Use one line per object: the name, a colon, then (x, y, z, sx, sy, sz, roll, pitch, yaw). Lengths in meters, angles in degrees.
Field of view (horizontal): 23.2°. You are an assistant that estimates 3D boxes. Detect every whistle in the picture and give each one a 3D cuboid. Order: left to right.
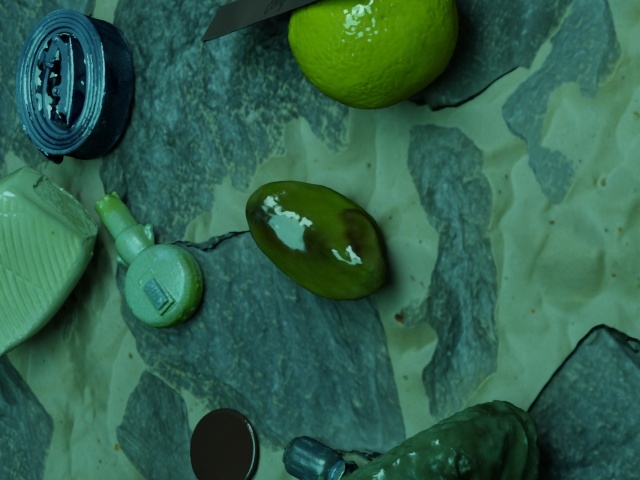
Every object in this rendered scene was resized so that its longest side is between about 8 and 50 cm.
whistle: (-0.220, 0.020, 1.925, 0.104, 0.057, 0.198, -44, 68, 20)

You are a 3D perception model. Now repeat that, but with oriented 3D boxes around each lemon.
lemon: (0.062, -0.237, 1.704, 0.203, 0.178, 0.178, -35, 70, 29)

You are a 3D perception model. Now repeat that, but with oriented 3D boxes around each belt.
belt: (-0.311, -0.192, 1.980, 0.141, 0.082, 0.190, -3, 84, 28)

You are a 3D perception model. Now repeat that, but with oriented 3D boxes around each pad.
pad: (-0.016, -0.327, 1.734, 0.299, 0.005, 0.202, -7, 53, 56)

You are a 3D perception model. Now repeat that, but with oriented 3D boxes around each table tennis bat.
table tennis bat: (-0.118, 0.279, 1.870, 0.098, 0.019, 0.155, -1, 84, 30)

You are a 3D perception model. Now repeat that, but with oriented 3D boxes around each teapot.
teapot: (-0.003, 0.265, 1.783, 0.083, 0.049, 0.064, 24, 99, 30)

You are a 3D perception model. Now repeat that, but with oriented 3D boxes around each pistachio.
pistachio: (0.001, 0.003, 1.775, 0.189, 0.100, 0.110, 29, 124, 20)

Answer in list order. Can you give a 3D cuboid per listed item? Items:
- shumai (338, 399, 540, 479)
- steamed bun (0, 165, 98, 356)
shumai: (0.117, 0.336, 1.580, 0.309, 0.304, 0.263, -35, 81, 26)
steamed bun: (-0.392, 0.022, 1.976, 0.170, 0.152, 0.239, 37, 110, -13)
